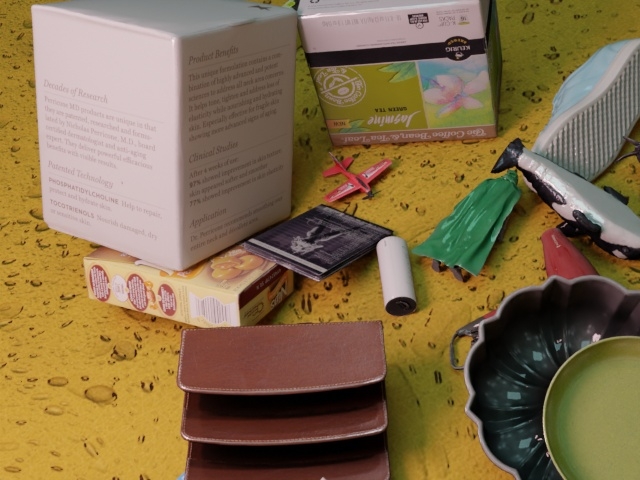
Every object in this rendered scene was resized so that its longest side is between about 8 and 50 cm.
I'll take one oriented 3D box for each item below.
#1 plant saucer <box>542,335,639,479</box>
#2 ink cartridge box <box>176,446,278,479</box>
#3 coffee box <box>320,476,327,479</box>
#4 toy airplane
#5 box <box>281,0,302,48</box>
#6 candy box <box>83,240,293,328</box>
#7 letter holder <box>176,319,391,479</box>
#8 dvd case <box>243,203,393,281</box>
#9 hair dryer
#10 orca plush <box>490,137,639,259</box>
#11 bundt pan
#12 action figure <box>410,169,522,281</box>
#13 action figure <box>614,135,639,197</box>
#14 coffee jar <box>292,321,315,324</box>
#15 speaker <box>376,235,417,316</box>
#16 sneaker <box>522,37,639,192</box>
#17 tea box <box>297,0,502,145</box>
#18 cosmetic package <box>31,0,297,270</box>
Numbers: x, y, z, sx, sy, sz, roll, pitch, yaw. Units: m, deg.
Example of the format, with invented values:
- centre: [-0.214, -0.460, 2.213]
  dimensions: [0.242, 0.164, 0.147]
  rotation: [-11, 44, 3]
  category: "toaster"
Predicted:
- centre: [0.407, 0.244, 1.286]
  dimensions: [0.241, 0.037, 0.241]
  rotation: [-2, 66, 4]
  category: "plant saucer"
- centre: [-0.114, 0.384, 1.470]
  dimensions: [0.104, 0.061, 0.181]
  rotation: [-42, 50, -20]
  category: "ink cartridge box"
- centre: [-0.043, 0.479, 1.296]
  dimensions: [0.297, 0.168, 0.119]
  rotation: [-42, 52, -19]
  category: "coffee box"
- centre: [0.057, -0.119, 1.873]
  dimensions: [0.151, 0.028, 0.151]
  rotation: [-8, 48, 9]
  category: "toy airplane"
- centre: [-0.056, -0.482, 2.200]
  dimensions: [0.087, 0.058, 0.232]
  rotation: [31, 65, 35]
  category: "box"
- centre: [-0.227, 0.060, 1.723]
  dimensions: [0.316, 0.087, 0.183]
  rotation: [12, 27, 25]
  category: "candy box"
- centre: [-0.052, 0.248, 1.452]
  dimensions: [0.302, 0.152, 0.214]
  rotation: [-2, 40, 1]
  category: "letter holder"
- centre: [0.000, 0.000, 1.731]
  dimensions: [0.165, 0.018, 0.221]
  rotation: [22, 32, 31]
  category: "dvd case"
- centre: [0.342, 0.095, 1.567]
  dimensions: [0.224, 0.080, 0.293]
  rotation: [15, 56, 27]
  category: "hair dryer"
- centre: [0.406, -0.043, 1.643]
  dimensions: [0.287, 0.102, 0.151]
  rotation: [28, 36, 1]
  category: "orca plush"
- centre: [0.359, 0.220, 1.386]
  dimensions: [0.331, 0.124, 0.330]
  rotation: [-1, 67, 3]
  category: "bundt pan"
- centre: [0.276, -0.036, 1.710]
  dimensions: [0.137, 0.063, 0.232]
  rotation: [25, 65, 35]
  category: "action figure"
- centre: [0.625, -0.138, 1.637]
  dimensions: [0.276, 0.141, 0.164]
  rotation: [16, 77, 25]
  category: "action figure"
- centre: [-0.085, 0.194, 1.614]
  dimensions: [0.184, 0.079, 0.096]
  rotation: [-13, 49, 6]
  category: "coffee jar"
- centre: [0.128, 0.060, 1.679]
  dimensions: [0.055, 0.055, 0.136]
  rotation: [-12, 49, 7]
  category: "speaker"
- centre: [0.470, -0.219, 1.792]
  dimensions: [0.366, 0.135, 0.150]
  rotation: [-45, 22, -15]
  category: "sneaker"
- centre: [0.160, -0.368, 1.855]
  dimensions: [0.329, 0.323, 0.220]
  rotation: [-2, 49, 17]
  category: "tea box"
- centre: [-0.263, -0.212, 1.737]
  dimensions: [0.327, 0.393, 0.329]
  rotation: [17, 26, 30]
  category: "cosmetic package"
